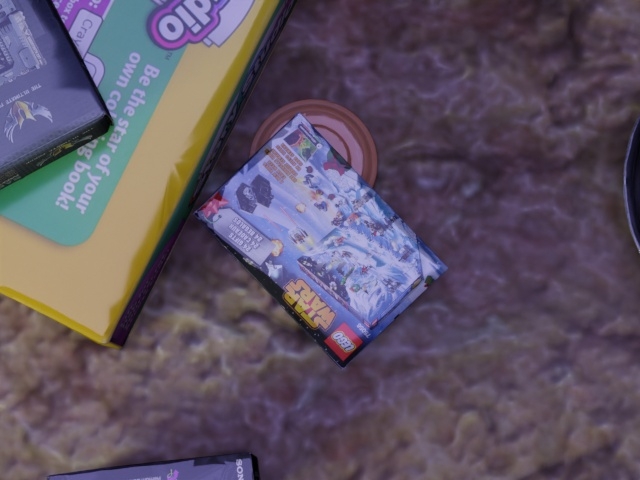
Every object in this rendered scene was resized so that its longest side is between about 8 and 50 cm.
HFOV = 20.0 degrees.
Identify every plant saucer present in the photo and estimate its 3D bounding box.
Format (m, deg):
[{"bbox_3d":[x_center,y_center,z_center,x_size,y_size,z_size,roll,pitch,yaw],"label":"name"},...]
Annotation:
[{"bbox_3d":[-0.005,-0.050,1.162,0.083,0.013,0.084,0,84,-2],"label":"plant saucer"}]

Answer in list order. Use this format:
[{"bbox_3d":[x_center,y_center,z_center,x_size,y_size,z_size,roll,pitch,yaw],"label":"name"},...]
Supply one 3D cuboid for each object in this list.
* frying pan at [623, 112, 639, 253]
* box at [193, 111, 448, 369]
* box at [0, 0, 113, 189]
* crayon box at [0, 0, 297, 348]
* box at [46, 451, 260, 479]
[{"bbox_3d":[0.351,-0.024,1.150,0.326,0.053,0.197,8,84,-2],"label":"frying pan"},{"bbox_3d":[0.000,0.000,1.139,0.094,0.027,0.137,-43,93,1],"label":"box"},{"bbox_3d":[-0.261,-0.094,1.033,0.232,0.059,0.183,-29,87,-3],"label":"box"},{"bbox_3d":[-0.184,-0.162,1.125,0.313,0.106,0.363,27,85,0],"label":"crayon box"},{"bbox_3d":[-0.094,0.144,1.064,0.116,0.162,0.029,-7,84,-2],"label":"box"}]
